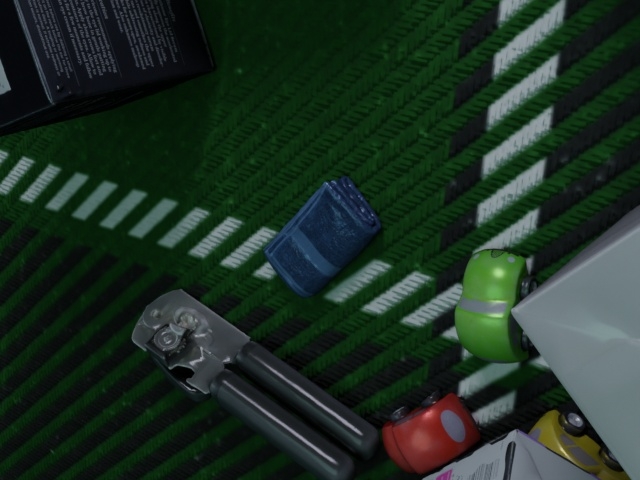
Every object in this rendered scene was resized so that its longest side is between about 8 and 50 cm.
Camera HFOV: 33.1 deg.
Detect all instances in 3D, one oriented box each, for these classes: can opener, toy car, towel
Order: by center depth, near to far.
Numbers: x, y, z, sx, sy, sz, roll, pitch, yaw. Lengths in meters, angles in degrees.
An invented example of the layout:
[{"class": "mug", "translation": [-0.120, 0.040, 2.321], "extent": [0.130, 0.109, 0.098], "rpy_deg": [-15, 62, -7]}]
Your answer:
[{"class": "toy car", "translation": [0.143, 0.119, 0.903], "extent": [0.239, 0.053, 0.225], "rpy_deg": [7, 110, 34]}, {"class": "towel", "translation": [0.000, 0.000, 0.978], "extent": [0.067, 0.029, 0.119], "rpy_deg": [51, 127, 9]}, {"class": "can opener", "translation": [-0.069, 0.150, 1.069], "extent": [0.283, 0.076, 0.095], "rpy_deg": [33, 155, 21]}]

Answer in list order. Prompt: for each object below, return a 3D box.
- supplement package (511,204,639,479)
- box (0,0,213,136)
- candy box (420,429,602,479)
[{"class": "supplement package", "translation": [0.271, 0.025, 0.683], "extent": [0.194, 0.203, 0.149], "rpy_deg": [-39, 83, 39]}, {"class": "box", "translation": [-0.226, -0.168, 0.965], "extent": [0.153, 0.207, 0.108], "rpy_deg": [-13, 98, 37]}, {"class": "candy box", "translation": [0.153, 0.250, 0.872], "extent": [0.165, 0.070, 0.196], "rpy_deg": [32, 137, -16]}]
